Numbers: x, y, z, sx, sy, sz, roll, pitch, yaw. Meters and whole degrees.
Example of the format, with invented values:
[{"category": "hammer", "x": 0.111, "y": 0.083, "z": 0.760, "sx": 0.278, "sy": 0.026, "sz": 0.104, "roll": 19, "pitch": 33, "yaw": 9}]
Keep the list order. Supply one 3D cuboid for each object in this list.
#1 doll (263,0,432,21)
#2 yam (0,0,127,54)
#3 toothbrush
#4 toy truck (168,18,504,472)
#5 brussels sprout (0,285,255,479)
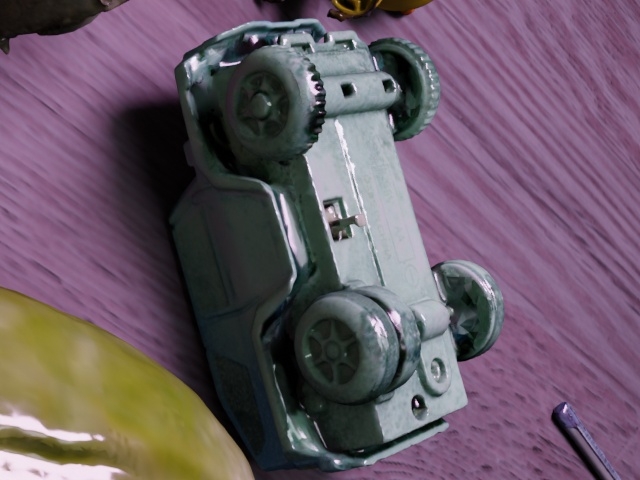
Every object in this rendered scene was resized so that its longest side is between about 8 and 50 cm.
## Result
[{"category": "doll", "x": 0.048, "y": -0.228, "z": 1.118, "sx": 0.221, "sy": 0.135, "sz": 0.143, "roll": -35, "pitch": 137, "yaw": -57}, {"category": "yam", "x": -0.169, "y": -0.268, "z": 0.792, "sx": 0.195, "sy": 0.195, "sz": 0.300, "roll": -44, "pitch": 112, "yaw": -49}, {"category": "toothbrush", "x": 0.262, "y": 0.217, "z": 1.284, "sx": 0.219, "sy": 0.016, "sz": 0.019, "roll": 52, "pitch": 41, "yaw": -25}, {"category": "toy truck", "x": 0.000, "y": 0.000, "z": 0.928, "sx": 0.155, "sy": 0.156, "sz": 0.279, "roll": -14, "pitch": 88, "yaw": -52}, {"category": "brussels sprout", "x": -0.163, "y": 0.169, "z": 0.559, "sx": 0.328, "sy": 0.247, "sz": 0.328, "roll": -5, "pitch": 104, "yaw": -21}]
